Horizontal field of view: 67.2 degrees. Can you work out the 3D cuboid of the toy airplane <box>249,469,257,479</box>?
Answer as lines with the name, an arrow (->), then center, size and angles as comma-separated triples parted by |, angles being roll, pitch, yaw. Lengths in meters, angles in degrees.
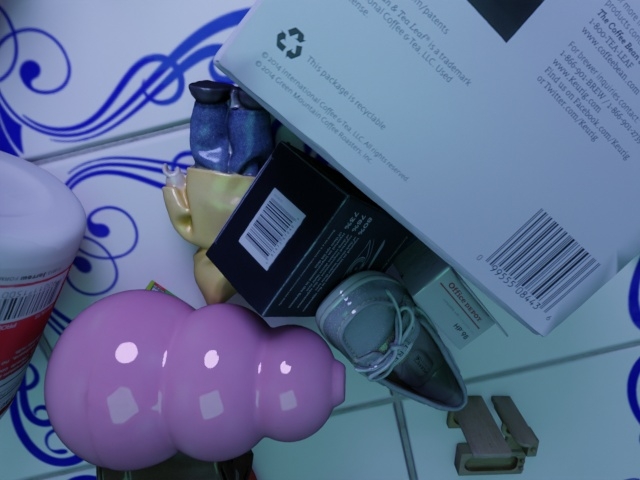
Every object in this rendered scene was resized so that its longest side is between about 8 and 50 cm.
toy airplane -> -0.125, 0.580, 0.762 | 0.386, 0.272, 0.385 | 36, 94, 18

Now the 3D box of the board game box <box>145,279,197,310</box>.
board game box -> -0.201, 0.149, 0.708 | 0.181, 0.043, 0.092 | 37, 105, -16

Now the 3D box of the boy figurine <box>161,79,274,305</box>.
boy figurine -> -0.109, -0.048, 0.611 | 0.177, 0.092, 0.286 | 3, 112, -5

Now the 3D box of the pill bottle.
pill bottle -> -0.464, 0.102, 0.575 | 0.228, 0.229, 0.408 | 28, 107, -13

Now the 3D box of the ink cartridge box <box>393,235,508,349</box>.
ink cartridge box -> 0.156, 0.064, 0.622 | 0.060, 0.180, 0.104 | -40, 108, 10

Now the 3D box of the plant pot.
plant pot -> -0.194, 0.299, 0.684 | 0.165, 0.167, 0.167 | -10, 112, 14

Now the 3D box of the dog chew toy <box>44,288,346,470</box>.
dog chew toy -> -0.136, 0.162, 0.569 | 0.331, 0.207, 0.207 | 0, 112, 5

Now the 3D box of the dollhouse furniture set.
dollhouse furniture set -> 0.285, 0.351, 0.773 | 0.143, 0.123, 0.151 | 0, 112, -3

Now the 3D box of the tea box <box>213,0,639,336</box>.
tea box -> 0.110, -0.146, 0.460 | 0.329, 0.324, 0.220 | 38, 104, -15

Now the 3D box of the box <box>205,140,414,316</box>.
box -> 0.000, 0.000, 0.565 | 0.108, 0.207, 0.153 | 42, 102, 28

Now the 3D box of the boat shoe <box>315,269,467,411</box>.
boat shoe -> 0.107, 0.142, 0.626 | 0.118, 0.103, 0.320 | -45, 136, -3
